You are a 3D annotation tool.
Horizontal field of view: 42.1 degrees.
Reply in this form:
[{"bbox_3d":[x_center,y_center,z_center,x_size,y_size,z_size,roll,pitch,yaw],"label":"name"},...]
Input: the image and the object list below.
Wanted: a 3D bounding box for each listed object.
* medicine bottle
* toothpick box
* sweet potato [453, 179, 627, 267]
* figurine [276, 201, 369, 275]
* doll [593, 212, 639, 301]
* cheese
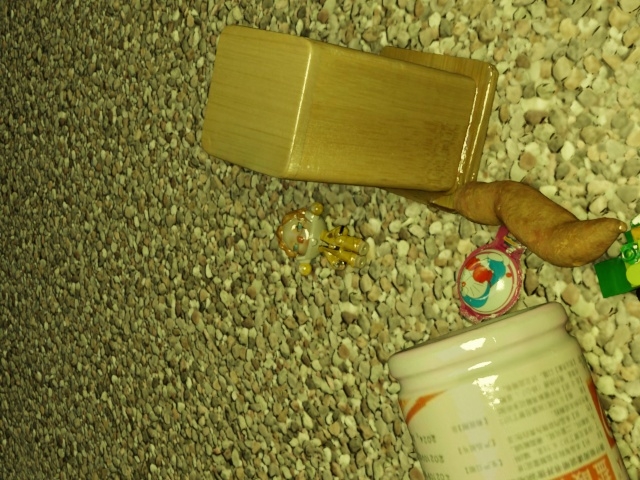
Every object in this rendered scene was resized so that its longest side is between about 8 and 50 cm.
[{"bbox_3d":[0.212,0.241,0.873,0.202,0.202,0.316,-26,80,43],"label":"medicine bottle"},{"bbox_3d":[0.034,-0.145,0.971,0.187,0.308,0.190,24,107,42],"label":"toothpick box"},{"bbox_3d":[0.234,-0.018,0.886,0.067,0.059,0.281,-69,25,9],"label":"sweet potato"},{"bbox_3d":[0.002,-0.004,1.186,0.143,0.068,0.102,-9,90,33],"label":"figurine"},{"bbox_3d":[0.330,0.017,0.782,0.134,0.186,0.106,-14,81,16],"label":"doll"},{"bbox_3d":[0.211,0.032,0.991,0.095,0.038,0.145,37,105,44],"label":"cheese"}]
